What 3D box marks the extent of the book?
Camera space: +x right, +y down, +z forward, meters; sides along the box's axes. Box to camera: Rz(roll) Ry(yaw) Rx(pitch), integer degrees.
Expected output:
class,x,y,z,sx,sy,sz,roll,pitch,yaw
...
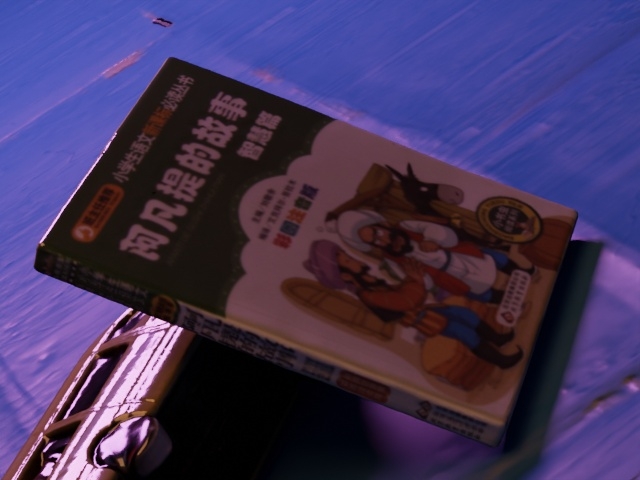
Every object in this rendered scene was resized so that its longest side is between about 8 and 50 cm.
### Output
class,x,y,z,sx,sy,sz,roll,pitch,yaw
book,0.000,0.000,1.095,0.264,0.027,0.202,21,40,5

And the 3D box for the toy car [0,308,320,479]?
class,x,y,z,sx,sy,sz,roll,pitch,yaw
toy car,-0.089,0.102,1.097,0.124,0.101,0.256,-14,30,32
